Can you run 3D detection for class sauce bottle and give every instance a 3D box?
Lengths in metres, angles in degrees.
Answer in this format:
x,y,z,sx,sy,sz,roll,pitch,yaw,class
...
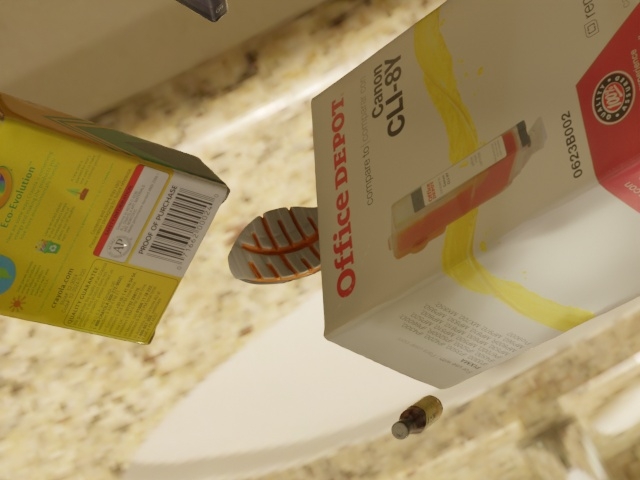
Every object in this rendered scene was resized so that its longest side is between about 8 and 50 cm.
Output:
x,y,z,sx,sy,sz,roll,pitch,yaw,class
0.137,0.257,1.871,0.042,0.042,0.128,-42,170,28,sauce bottle

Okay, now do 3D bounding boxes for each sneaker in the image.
x,y,z,sx,sy,sz,roll,pitch,yaw,class
0.000,0.000,1.438,0.215,0.084,0.083,-21,160,-14,sneaker

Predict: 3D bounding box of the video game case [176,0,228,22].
x,y,z,sx,sy,sz,roll,pitch,yaw,class
-0.172,-0.324,1.085,0.026,0.196,0.274,-45,152,-24,video game case

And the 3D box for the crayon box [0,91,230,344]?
x,y,z,sx,sy,sz,roll,pitch,yaw,class
-0.272,-0.024,1.298,0.319,0.081,0.202,18,107,-41,crayon box

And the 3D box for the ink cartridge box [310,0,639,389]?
x,y,z,sx,sy,sz,roll,pitch,yaw,class
0.176,-0.079,1.096,0.160,0.279,0.385,26,136,-35,ink cartridge box
